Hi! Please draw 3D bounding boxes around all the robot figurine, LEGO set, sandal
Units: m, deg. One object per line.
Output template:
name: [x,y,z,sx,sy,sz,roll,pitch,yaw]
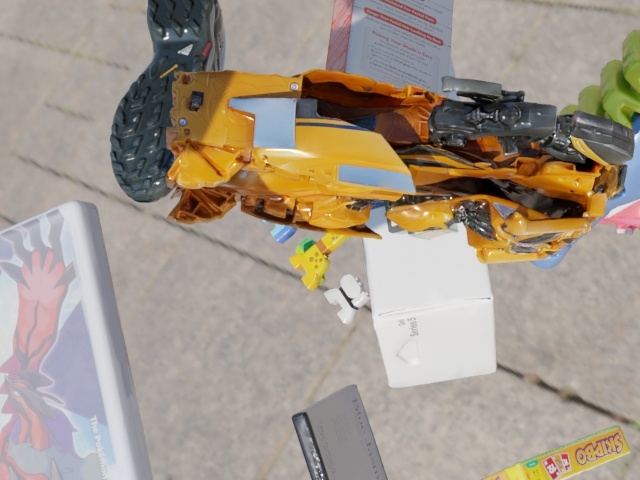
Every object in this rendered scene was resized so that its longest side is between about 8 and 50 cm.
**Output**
robot figurine: [0.049,-0.043,0.862,0.211,0.291,0.085,116,161,-78]
LEGO set: [0.000,0.000,1.968,0.093,0.087,0.227,-40,64,13]
sandal: [0.268,-0.082,1.083,0.317,0.138,0.126,-52,14,37]

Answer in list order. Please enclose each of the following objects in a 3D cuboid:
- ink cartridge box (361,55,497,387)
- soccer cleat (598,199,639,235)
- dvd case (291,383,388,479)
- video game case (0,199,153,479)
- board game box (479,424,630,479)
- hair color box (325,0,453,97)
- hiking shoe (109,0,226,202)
ink cartridge box: [0.099,-0.016,1.351,0.115,0.198,0.273,-9,64,5]
soccer cleat: [0.334,-0.063,1.751,0.248,0.083,0.095,11,89,32]
dvd case: [0.035,0.279,1.681,0.022,0.253,0.180,-20,87,14]
video game case: [-0.176,0.102,0.728,0.183,0.023,0.201,-21,73,25]
board game box: [0.170,0.238,1.308,0.259,0.124,0.039,-37,70,57]
hair color box: [0.056,-0.155,1.128,0.053,0.093,0.167,-48,27,50]
hiking shoe: [-0.165,-0.174,1.658,0.113,0.132,0.304,7,69,17]
